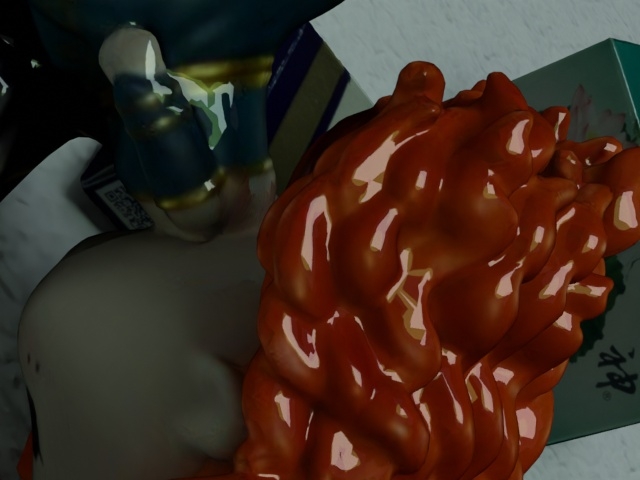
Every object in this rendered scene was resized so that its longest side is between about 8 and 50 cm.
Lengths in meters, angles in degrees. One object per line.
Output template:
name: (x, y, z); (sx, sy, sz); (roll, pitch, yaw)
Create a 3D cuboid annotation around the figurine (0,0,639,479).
figurine: (-0.056, -0.025, 0.491); (0.306, 0.241, 0.412); (-37, 98, -10)

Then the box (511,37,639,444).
box: (0.184, 0.005, 0.872); (0.092, 0.153, 0.245); (0, 72, -52)

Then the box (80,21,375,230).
box: (0.000, 0.000, 0.708); (0.259, 0.071, 0.168); (49, 40, -24)
